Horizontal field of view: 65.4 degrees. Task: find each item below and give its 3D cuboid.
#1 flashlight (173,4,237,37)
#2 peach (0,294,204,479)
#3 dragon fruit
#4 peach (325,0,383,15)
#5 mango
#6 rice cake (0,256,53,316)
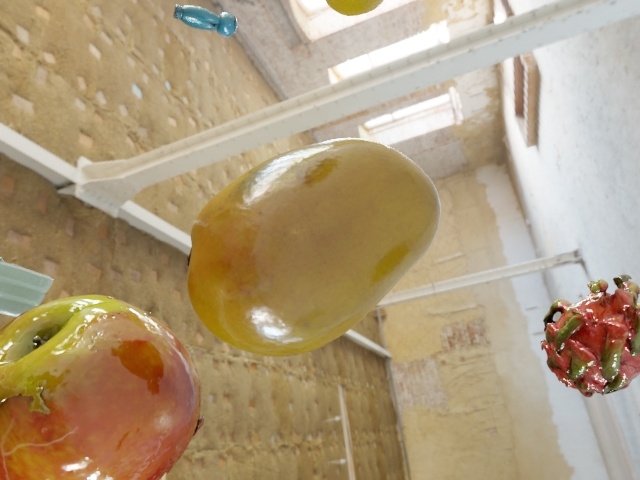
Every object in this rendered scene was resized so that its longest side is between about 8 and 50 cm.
[{"bbox_3d":[-0.235,-0.457,1.026,0.128,0.051,0.051,7,-119,-27],"label":"flashlight"},{"bbox_3d":[-0.374,0.276,0.829,0.370,0.369,0.371,-15,-90,-74],"label":"peach"},{"bbox_3d":[0.436,0.143,0.766,0.160,0.172,0.166,34,-137,8],"label":"dragon fruit"},{"bbox_3d":[0.053,-0.379,0.627,0.179,0.103,0.180,-165,90,-90],"label":"peach"},{"bbox_3d":[0.000,0.000,0.802,0.300,0.445,0.232,65,166,-3],"label":"mango"},{"bbox_3d":[-0.749,0.102,1.136,0.237,0.043,0.127,31,-99,-48],"label":"rice cake"}]
